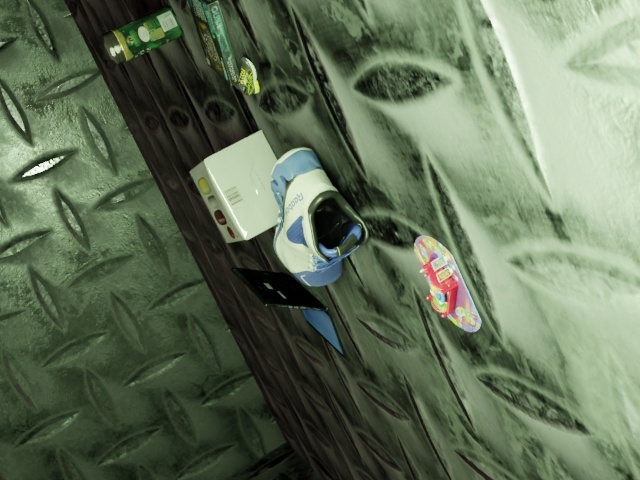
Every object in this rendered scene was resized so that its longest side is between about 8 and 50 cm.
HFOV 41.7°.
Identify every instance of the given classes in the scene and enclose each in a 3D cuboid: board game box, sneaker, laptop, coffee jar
[{"bbox_3d":[-0.219,-0.419,1.713,0.126,0.026,0.186,45,158,44],"label":"board game box"},{"bbox_3d":[-0.143,-0.317,1.631,0.031,0.035,0.083,43,156,47],"label":"sneaker"},{"bbox_3d":[-0.080,0.180,2.104,0.234,0.264,0.136,36,114,56],"label":"laptop"},{"bbox_3d":[0.180,0.074,1.289,0.168,0.033,0.133,65,164,-11],"label":"board game box"},{"bbox_3d":[-0.423,-0.476,1.964,0.096,0.184,0.079,26,142,65],"label":"coffee jar"},{"bbox_3d":[0.000,-0.001,1.555,0.182,0.127,0.315,51,160,40],"label":"sneaker"}]

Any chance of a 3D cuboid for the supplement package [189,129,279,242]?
[{"bbox_3d":[-0.169,-0.112,1.857,0.194,0.149,0.203,63,164,-6],"label":"supplement package"}]
